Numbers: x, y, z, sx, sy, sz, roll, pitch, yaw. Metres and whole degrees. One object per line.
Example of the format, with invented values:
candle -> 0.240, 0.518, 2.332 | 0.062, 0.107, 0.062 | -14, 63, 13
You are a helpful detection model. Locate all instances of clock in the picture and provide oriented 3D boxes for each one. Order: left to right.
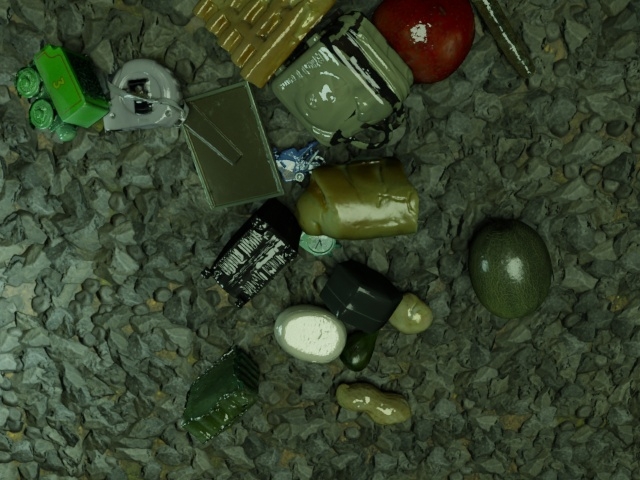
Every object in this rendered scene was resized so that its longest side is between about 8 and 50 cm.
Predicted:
clock -> 0.000, 0.000, 1.860 | 0.135, 0.041, 0.101 | 40, 102, -15

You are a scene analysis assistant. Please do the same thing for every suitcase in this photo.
suitcase -> -0.176, 0.016, 1.705 | 0.152, 0.335, 0.229 | 44, 102, -10
suitcase -> 0.067, -0.380, 1.579 | 0.339, 0.351, 0.194 | 45, 63, -16

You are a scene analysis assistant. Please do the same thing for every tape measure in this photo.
tape measure -> -0.481, -0.396, 1.669 | 0.236, 0.120, 0.197 | -5, 99, 7

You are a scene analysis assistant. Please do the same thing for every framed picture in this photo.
framed picture -> -0.259, -0.262, 1.738 | 0.247, 0.022, 0.335 | -11, 109, 19

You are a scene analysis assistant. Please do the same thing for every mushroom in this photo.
mushroom -> 0.279, 0.231, 1.909 | 0.148, 0.112, 0.148 | 9, 113, 21

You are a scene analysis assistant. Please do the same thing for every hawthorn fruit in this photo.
hawthorn fruit -> 0.285, -0.554, 1.585 | 0.307, 0.265, 0.265 | -40, 107, -12

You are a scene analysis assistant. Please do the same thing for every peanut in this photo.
peanut -> 0.175, 0.538, 2.015 | 0.263, 0.101, 0.117 | 24, 86, -9

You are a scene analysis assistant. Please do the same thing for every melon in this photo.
melon -> 0.562, 0.090, 1.809 | 0.237, 0.237, 0.302 | -15, 112, 3

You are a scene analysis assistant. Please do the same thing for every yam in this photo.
yam -> 0.509, -0.567, 1.683 | 0.061, 0.061, 0.274 | -35, 107, 9

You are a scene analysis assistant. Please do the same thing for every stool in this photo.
stool -> 0.123, 0.168, 1.831 | 0.232, 0.232, 0.141 | 26, 106, -10

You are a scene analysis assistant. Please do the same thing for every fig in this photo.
fig -> 0.131, 0.330, 1.947 | 0.117, 0.117, 0.178 | 33, 85, -12

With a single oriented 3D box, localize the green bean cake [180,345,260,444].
green bean cake -> -0.306, 0.483, 1.902 | 0.241, 0.255, 0.132 | -39, 108, 6

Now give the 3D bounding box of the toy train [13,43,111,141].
toy train -> -0.688, -0.396, 1.622 | 0.188, 0.132, 0.243 | -31, 80, 16

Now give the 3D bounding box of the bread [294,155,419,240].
bread -> 0.092, -0.126, 1.693 | 0.341, 0.300, 0.210 | -5, 107, 4

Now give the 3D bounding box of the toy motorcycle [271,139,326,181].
toy motorcycle -> -0.085, -0.226, 1.769 | 0.205, 0.076, 0.114 | -13, 101, 1

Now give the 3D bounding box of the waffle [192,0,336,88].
waffle -> -0.150, -0.597, 1.532 | 0.304, 0.077, 0.348 | -47, 60, 17

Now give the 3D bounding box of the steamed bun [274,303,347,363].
steamed bun -> -0.032, 0.285, 1.907 | 0.228, 0.131, 0.177 | 14, 97, -5
